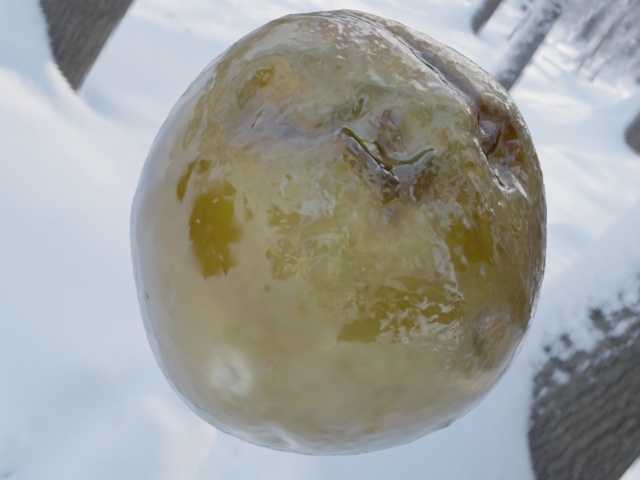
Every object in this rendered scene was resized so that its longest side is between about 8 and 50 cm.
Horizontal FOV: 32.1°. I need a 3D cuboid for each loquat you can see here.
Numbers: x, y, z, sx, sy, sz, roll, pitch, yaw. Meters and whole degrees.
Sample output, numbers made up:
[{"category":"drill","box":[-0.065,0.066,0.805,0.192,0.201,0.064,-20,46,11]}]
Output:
[{"category":"loquat","box":[0.000,0.000,0.712,0.276,0.276,0.284,27,-26,-19]}]
